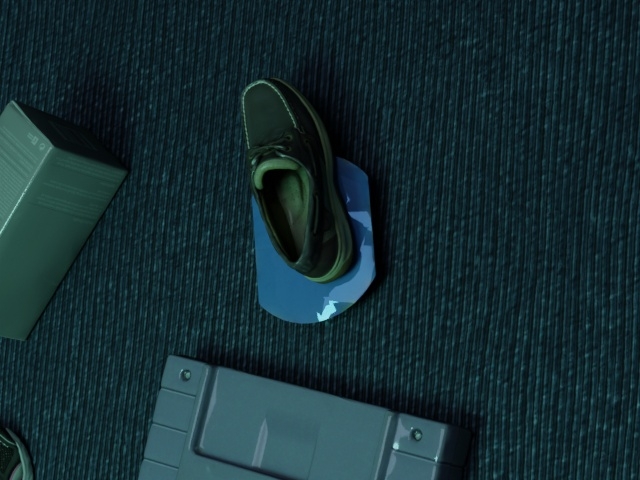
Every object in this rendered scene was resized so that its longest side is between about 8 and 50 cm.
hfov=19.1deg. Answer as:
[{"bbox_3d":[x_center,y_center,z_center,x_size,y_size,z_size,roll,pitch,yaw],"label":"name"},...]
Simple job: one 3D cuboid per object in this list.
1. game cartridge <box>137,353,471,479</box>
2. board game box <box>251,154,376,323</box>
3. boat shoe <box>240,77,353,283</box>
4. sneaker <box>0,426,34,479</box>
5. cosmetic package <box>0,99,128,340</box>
[{"bbox_3d":[-0.035,0.252,1.827,0.355,0.068,0.230,10,81,38],"label":"game cartridge"},{"bbox_3d":[0.000,0.000,1.878,0.133,0.033,0.169,-12,74,28],"label":"board game box"},{"bbox_3d":[-0.032,-0.066,1.846,0.080,0.073,0.224,-27,68,23],"label":"boat shoe"},{"bbox_3d":[-0.354,0.279,2.047,0.072,0.077,0.178,-30,62,28],"label":"sneaker"},{"bbox_3d":[-0.331,-0.016,2.071,0.107,0.127,0.238,44,104,35],"label":"cosmetic package"}]
